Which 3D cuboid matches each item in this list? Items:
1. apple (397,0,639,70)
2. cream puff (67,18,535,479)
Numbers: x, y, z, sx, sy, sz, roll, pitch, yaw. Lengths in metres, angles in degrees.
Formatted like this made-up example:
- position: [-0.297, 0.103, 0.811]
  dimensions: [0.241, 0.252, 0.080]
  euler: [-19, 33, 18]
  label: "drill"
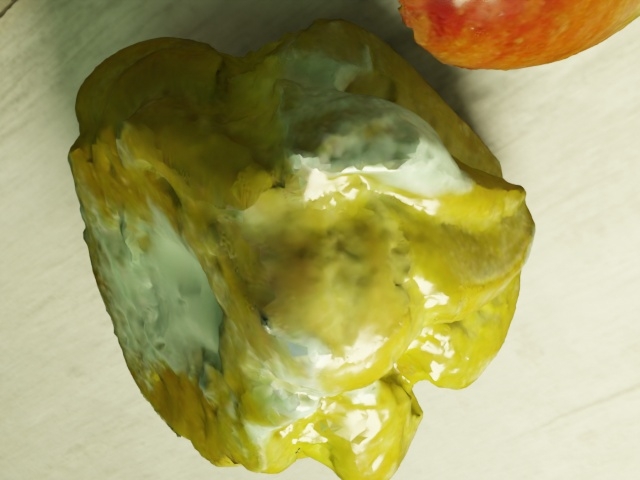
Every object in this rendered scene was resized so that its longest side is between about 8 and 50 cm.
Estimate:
- position: [0.132, -0.245, 0.861]
  dimensions: [0.254, 0.179, 0.346]
  euler: [-17, 124, -6]
  label: "apple"
- position: [0.000, 0.000, 1.073]
  dimensions: [0.378, 0.275, 0.378]
  euler: [36, 140, 38]
  label: "cream puff"
